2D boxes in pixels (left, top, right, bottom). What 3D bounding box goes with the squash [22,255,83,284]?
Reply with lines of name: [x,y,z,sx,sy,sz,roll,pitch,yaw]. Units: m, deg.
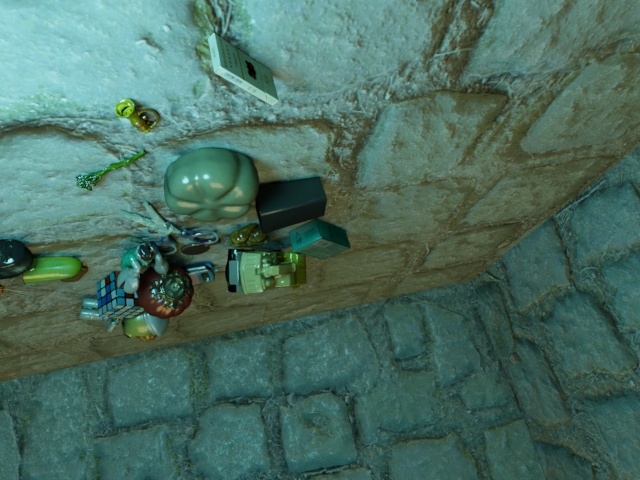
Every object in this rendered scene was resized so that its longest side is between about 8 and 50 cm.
squash: [-0.931,0.096,1.586,0.188,0.095,0.095,-5,157,-30]

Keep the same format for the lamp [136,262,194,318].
lamp: [-0.626,0.202,1.832,0.227,0.227,0.227,-12,159,-5]

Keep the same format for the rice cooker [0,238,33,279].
rice cooker: [-0.992,0.058,1.414,0.165,0.112,0.106,-8,152,-17]

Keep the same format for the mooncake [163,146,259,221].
mooncake: [-0.311,-0.150,1.305,0.275,0.135,0.275,-9,156,-4]

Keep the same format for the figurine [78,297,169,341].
figurine: [-0.876,0.344,2.058,0.382,0.224,0.205,0,151,-32]

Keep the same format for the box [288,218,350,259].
box: [0.000,0.000,1.938,0.153,0.092,0.245,-26,157,25]

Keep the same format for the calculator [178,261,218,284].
calculator: [-0.595,0.157,2.005,0.293,0.051,0.173,-10,157,-11]

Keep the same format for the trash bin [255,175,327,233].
trash bin: [-0.103,-0.126,1.538,0.225,0.115,0.165,-15,158,-10]

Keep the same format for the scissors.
scissors: [-0.533,-0.042,1.572,0.256,0.029,0.383,-13,157,8]

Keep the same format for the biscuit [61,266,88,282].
biscuit: [-0.950,0.132,1.754,0.071,0.018,0.147,11,147,-45]

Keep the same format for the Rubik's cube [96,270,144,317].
Rubik's cube: [-0.822,0.229,1.903,0.154,0.151,0.155,-27,156,33]

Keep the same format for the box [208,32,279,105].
box: [-0.157,-0.352,0.948,0.024,0.090,0.167,-28,155,30]

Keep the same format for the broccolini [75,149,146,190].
broccolini: [-0.551,-0.191,1.193,0.218,0.042,0.044,-26,155,13]

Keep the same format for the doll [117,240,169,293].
doll: [-0.656,0.096,1.644,0.195,0.153,0.258,-26,177,-14]

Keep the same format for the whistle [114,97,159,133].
whistle: [-0.415,-0.285,1.043,0.046,0.057,0.109,28,177,14]

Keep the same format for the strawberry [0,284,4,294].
strawberry: [-1.212,0.163,1.572,0.192,0.085,0.140,-26,149,14]

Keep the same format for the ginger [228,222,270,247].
ginger: [-0.273,-0.020,1.741,0.162,0.073,0.103,-6,161,-9]

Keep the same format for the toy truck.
toy truck: [-0.199,0.120,1.842,0.254,0.181,0.405,0,178,24]

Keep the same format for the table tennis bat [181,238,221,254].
table tennis bat: [-0.460,0.072,1.783,0.170,0.119,0.107,-20,160,18]
